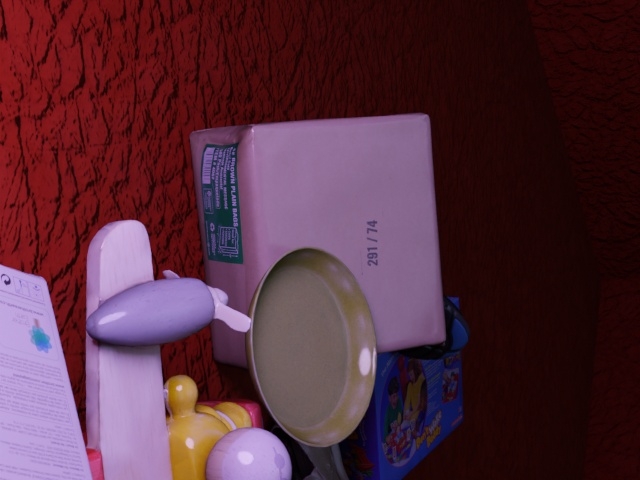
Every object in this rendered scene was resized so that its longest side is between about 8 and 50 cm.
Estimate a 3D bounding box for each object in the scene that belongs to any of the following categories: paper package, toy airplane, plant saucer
[{"bbox_3d":[0.000,0.000,1.667,0.309,0.168,0.325,-8,96,-36],"label":"paper package"},{"bbox_3d":[-0.167,0.229,1.243,0.386,0.272,0.384,65,31,-42],"label":"toy airplane"},{"bbox_3d":[-0.016,0.128,1.501,0.241,0.037,0.241,14,72,-49],"label":"plant saucer"}]

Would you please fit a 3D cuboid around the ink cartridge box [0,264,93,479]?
[{"bbox_3d":[-0.275,0.149,1.016,0.186,0.065,0.311,27,34,-54],"label":"ink cartridge box"}]

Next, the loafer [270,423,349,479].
[{"bbox_3d":[-0.009,0.366,1.817,0.092,0.102,0.268,-14,81,-39],"label":"loafer"}]

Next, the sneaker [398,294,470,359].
[{"bbox_3d":[0.091,0.057,1.909,0.341,0.125,0.139,34,29,-17],"label":"sneaker"}]

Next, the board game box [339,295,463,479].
[{"bbox_3d":[0.134,0.247,2.059,0.347,0.078,0.233,-25,115,-59],"label":"board game box"}]
